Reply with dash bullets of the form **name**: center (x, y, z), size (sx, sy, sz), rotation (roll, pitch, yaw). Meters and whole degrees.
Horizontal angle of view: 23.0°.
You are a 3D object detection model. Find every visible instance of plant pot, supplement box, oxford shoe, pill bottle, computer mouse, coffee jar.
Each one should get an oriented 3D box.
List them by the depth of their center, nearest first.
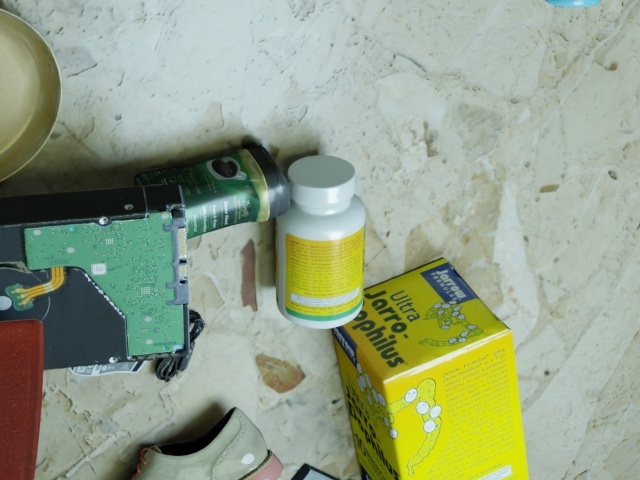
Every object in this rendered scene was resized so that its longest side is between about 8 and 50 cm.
- **plant pot**: center (-0.412, -0.164, 1.786), size (0.236, 0.032, 0.236), rotation (-13, 125, -20)
- **plant pot**: center (-0.448, 0.265, 1.815), size (0.267, 0.236, 0.267), rotation (-4, 150, -17)
- **coffee jar**: center (-0.133, -0.056, 1.955), size (0.184, 0.096, 0.079), rotation (-15, 131, -18)
- **pill bottle**: center (0.000, 0.000, 2.046), size (0.117, 0.117, 0.208), rotation (-12, 124, -20)
- **computer mouse**: center (-0.250, 0.137, 2.054), size (0.193, 0.042, 0.106), rotation (4, 123, -36)
- **oxford shoe**: center (-0.231, 0.348, 2.175), size (0.348, 0.123, 0.130), rotation (-30, 102, -6)
- **supplement box**: center (0.158, 0.242, 2.231), size (0.195, 0.194, 0.357), rotation (-21, 127, -14)

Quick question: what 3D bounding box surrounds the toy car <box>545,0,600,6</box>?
- **toy car**: center (0.333, -0.415, 1.914), size (0.238, 0.210, 0.219), rotation (-14, 114, -34)

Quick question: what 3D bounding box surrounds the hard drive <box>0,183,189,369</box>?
- **hard drive**: center (-0.327, 0.051, 1.871), size (0.338, 0.064, 0.237), rotation (-5, 130, -8)

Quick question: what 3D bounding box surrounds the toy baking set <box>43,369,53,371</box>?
- **toy baking set**: center (-0.413, 0.073, 1.940), size (0.256, 0.030, 0.197), rotation (18, 116, -28)

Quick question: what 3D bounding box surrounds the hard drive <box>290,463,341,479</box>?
- **hard drive**: center (-0.001, 0.394, 2.357), size (0.135, 0.022, 0.094), rotation (31, 102, -38)
